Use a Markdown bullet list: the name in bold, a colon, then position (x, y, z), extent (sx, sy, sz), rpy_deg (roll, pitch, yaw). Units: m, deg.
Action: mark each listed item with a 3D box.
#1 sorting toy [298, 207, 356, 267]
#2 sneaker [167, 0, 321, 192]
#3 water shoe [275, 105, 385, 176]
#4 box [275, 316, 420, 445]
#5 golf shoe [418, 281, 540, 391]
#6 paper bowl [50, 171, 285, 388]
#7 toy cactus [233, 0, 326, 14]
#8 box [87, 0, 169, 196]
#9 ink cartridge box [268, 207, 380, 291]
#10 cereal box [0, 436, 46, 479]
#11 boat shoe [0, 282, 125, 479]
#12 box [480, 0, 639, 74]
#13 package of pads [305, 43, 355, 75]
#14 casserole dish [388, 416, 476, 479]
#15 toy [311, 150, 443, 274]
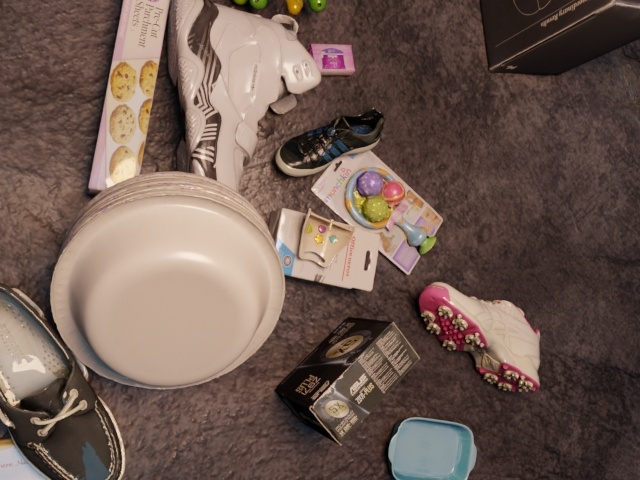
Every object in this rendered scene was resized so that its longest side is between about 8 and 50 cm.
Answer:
- **sorting toy**: position (0.000, 0.000, 0.819), extent (0.083, 0.045, 0.075), rpy_deg (22, 83, -21)
- **sneaker**: position (-0.107, -0.185, 0.798), extent (0.210, 0.137, 0.365), rpy_deg (-5, 86, -23)
- **water shoe**: position (0.016, -0.173, 0.877), extent (0.203, 0.080, 0.073), rpy_deg (-25, 69, -26)
- **box**: position (0.038, 0.209, 0.826), extent (0.180, 0.147, 0.077), rpy_deg (-41, 103, -21)
- **golf shoe**: position (0.301, 0.155, 0.983), extent (0.306, 0.115, 0.140), rpy_deg (42, 60, -23)
- **paper bowl**: position (-0.186, 0.067, 0.673), extent (0.285, 0.148, 0.284), rpy_deg (-6, 117, -13)
- **toy cactus**: position (-0.084, -0.454, 0.851), extent (0.219, 0.112, 0.180), rpy_deg (16, 70, -3)
- **box**: position (-0.275, -0.217, 0.766), extent (0.067, 0.063, 0.323), rpy_deg (12, 81, -24)
- **ink cartridge box**: position (0.001, 0.020, 0.873), extent (0.180, 0.060, 0.104), rpy_deg (14, 79, -22)
- **cereal box**: position (-0.386, 0.373, 0.673), extent (0.173, 0.047, 0.240), rpy_deg (2, 84, -26)
- **boat shoe**: position (-0.344, 0.187, 0.653), extent (0.114, 0.091, 0.302), rpy_deg (-38, 90, -32)
- **box**: position (0.473, -0.560, 1.010), extent (0.212, 0.294, 0.395), rpy_deg (-5, 88, -24)
- **package of pads**: position (0.018, -0.314, 0.925), extent (0.083, 0.032, 0.050), rpy_deg (-8, 88, -25)
- **casserole dish**: position (0.193, 0.374, 0.944), extent (0.189, 0.037, 0.114), rpy_deg (16, 79, -22)
- **toy**: position (0.117, -0.065, 0.936), extent (0.237, 0.056, 0.136), rpy_deg (42, 69, -16)
